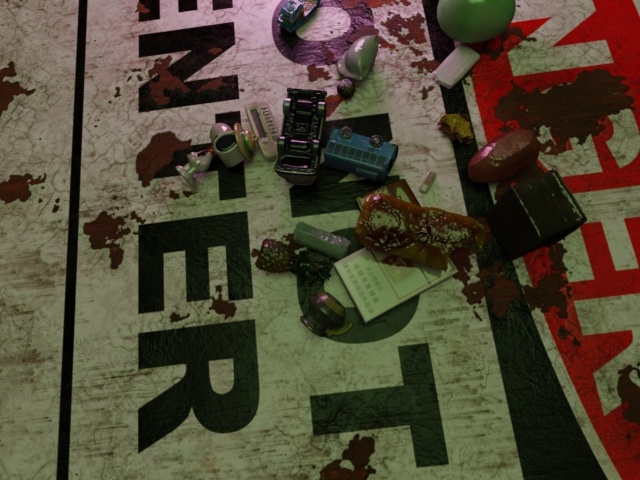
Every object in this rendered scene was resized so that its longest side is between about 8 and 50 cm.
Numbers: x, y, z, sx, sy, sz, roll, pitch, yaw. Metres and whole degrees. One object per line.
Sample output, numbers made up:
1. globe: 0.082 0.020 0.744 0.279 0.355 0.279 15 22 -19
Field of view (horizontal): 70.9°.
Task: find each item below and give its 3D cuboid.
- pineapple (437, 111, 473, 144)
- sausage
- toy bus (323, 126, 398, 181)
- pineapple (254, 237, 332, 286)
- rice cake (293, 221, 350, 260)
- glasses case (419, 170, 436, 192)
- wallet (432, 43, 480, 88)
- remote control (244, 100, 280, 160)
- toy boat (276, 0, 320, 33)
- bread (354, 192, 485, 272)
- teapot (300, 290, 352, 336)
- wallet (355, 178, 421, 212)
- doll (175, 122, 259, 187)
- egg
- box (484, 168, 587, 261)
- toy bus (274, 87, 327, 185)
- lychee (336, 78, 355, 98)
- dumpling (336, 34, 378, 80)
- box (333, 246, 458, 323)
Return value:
1. pineapple: 0.483 -0.395 1.570 0.137 0.069 0.116 41 75 4
2. sausage: 0.614 -0.279 1.488 0.254 0.148 0.148 -32 75 -8
3. toy bus: 0.137 -0.288 1.532 0.233 0.116 0.134 18 77 11
4. pineapple: -0.083 0.075 1.456 0.251 0.125 0.125 15 76 -3
5. rice cake: 0.001 0.000 1.476 0.206 0.069 0.063 23 41 8
6. glasses case: 0.368 -0.200 1.538 0.032 0.021 0.083 28 78 12
7. wallet: 0.495 -0.638 1.647 0.095 0.033 0.190 42 81 15
8. remote control: -0.199 -0.395 1.613 0.090 0.049 0.231 -17 74 -12
9. toy boat: -0.072 -0.918 1.730 0.109 0.098 0.238 36 79 9
10. bread: 0.297 -0.017 1.354 0.379 0.109 0.186 15 75 6
11. teapot: 0.020 0.239 1.397 0.165 0.130 0.119 38 95 -19
12. wallet: 0.233 -0.106 1.514 0.195 0.042 0.161 -25 79 -6
13. doll: -0.356 -0.289 1.564 0.208 0.144 0.272 26 73 32
14. egg: 0.552 -0.820 1.596 0.269 0.220 0.221 0 74 1
15. box: 0.632 -0.064 1.352 0.143 0.273 0.184 -23 74 -3
16. toy bus: -0.062 -0.338 1.523 0.143 0.179 0.306 6 74 3
17. lychee: 0.093 -0.550 1.635 0.067 0.068 0.083 40 73 -29
18. dumpling: 0.139 -0.661 1.650 0.104 0.149 0.217 24 65 -22
19. box: 0.234 0.093 1.429 0.330 0.095 0.210 -27 75 -6
